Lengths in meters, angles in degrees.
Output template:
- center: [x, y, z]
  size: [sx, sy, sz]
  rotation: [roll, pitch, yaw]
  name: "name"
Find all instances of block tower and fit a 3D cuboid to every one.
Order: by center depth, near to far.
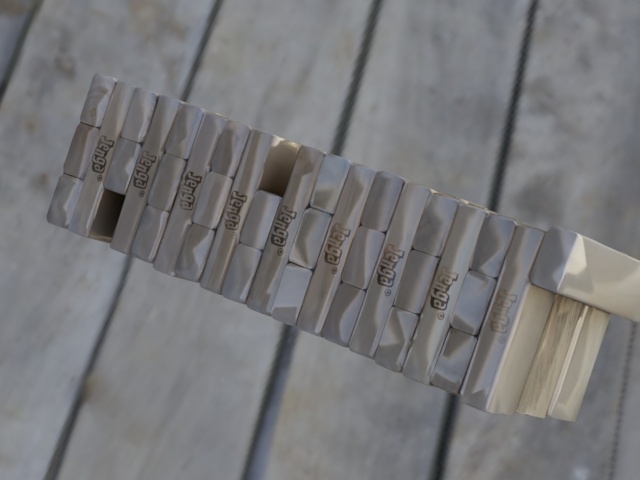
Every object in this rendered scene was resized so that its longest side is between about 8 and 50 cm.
- center: [0.000, 0.000, 0.991]
  size: [0.335, 0.097, 0.091]
  rotation: [19, 2, 36]
  name: "block tower"
